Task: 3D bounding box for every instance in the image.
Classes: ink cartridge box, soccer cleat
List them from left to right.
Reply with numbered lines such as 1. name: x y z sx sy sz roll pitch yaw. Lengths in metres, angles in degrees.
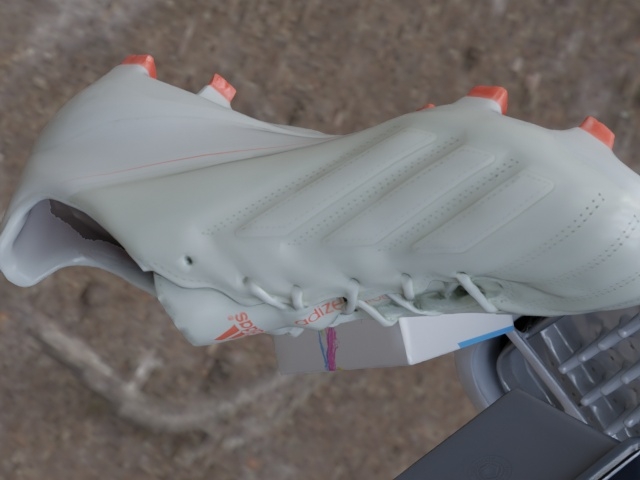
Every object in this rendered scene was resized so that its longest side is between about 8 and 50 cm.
1. soccer cleat: 0.000 0.000 0.470 0.076 0.196 0.068 -60 142 -27
2. ink cartridge box: 0.031 0.027 1.096 0.092 0.143 0.090 -15 93 -39

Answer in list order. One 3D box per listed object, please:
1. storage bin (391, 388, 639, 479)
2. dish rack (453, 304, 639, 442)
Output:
1. storage bin: 0.093 0.140 0.868 0.135 0.091 0.098 -33 134 -24
2. dish rack: 0.241 0.114 1.060 0.072 0.333 0.285 -32 84 -30
